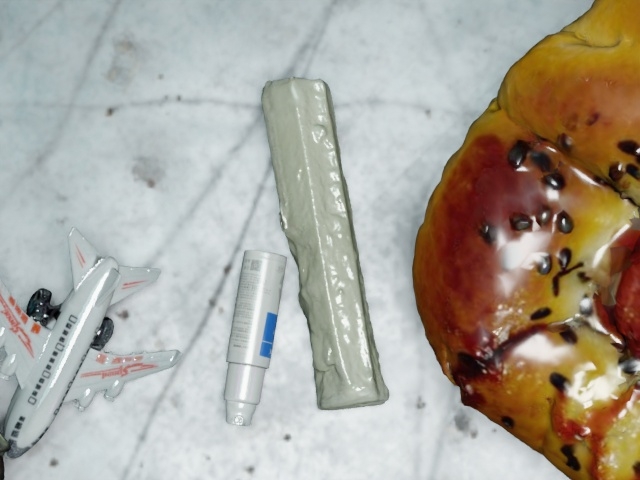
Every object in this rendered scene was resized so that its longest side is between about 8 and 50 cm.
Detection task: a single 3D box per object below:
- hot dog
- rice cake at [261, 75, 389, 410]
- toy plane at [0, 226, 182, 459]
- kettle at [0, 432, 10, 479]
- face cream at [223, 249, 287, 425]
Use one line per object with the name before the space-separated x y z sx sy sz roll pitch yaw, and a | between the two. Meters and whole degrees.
hot dog | 0.255 0.014 0.883 0.365 0.196 0.367 41 108 8
rice cake | 0.000 0.000 0.998 0.057 0.052 0.256 -13 81 23
toy plane | -0.189 0.081 0.977 0.162 0.065 0.171 29 97 -28
kettle | -0.333 0.104 0.952 0.202 0.144 0.232 -26 83 18
face cream | -0.051 0.073 0.995 0.034 0.034 0.130 9 81 3
